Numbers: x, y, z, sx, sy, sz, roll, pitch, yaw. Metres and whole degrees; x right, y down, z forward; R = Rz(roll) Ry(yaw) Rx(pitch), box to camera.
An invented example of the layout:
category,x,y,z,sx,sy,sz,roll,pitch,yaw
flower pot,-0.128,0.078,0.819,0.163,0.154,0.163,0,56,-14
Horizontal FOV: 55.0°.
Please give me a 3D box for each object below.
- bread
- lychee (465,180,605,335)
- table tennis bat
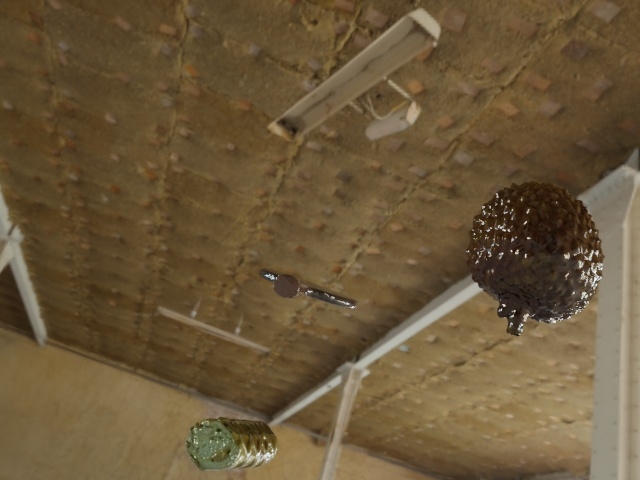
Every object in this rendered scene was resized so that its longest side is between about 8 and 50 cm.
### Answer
category,x,y,z,sx,sy,sz,roll,pitch,yaw
bread,-0.149,0.369,1.116,0.098,0.087,0.269,-7,-19,11
lychee,0.310,0.026,0.894,0.200,0.238,0.200,19,-21,8
table tennis bat,0.000,0.000,0.609,0.108,0.118,0.170,19,-2,9
